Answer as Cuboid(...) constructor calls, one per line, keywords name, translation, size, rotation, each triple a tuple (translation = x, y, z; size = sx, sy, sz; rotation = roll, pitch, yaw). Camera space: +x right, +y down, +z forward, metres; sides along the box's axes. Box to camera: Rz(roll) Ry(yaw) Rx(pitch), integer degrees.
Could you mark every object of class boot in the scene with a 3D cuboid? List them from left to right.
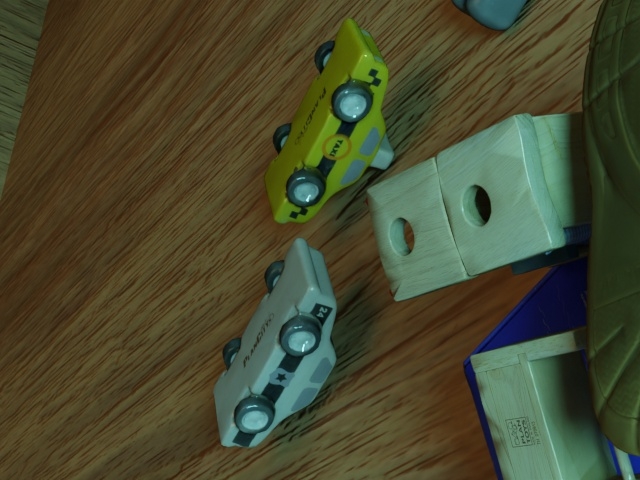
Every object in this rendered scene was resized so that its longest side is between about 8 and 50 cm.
Cuboid(name="boot", translation=(0.223, -0.024, 0.520), size=(0.095, 0.203, 0.262), rotation=(147, 132, -63))

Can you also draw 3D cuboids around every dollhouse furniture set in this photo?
Cuboid(name="dollhouse furniture set", translation=(0.128, 0.037, 0.621), size=(0.129, 0.129, 0.183), rotation=(-24, 78, 55))

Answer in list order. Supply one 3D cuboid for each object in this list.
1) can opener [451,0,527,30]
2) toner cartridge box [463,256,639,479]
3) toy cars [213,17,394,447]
Cuboid(name="can opener", translation=(0.177, -0.314, 0.957), size=(0.283, 0.095, 0.076), rotation=(-60, 26, 15))
Cuboid(name="toner cartridge box", translation=(0.185, 0.147, 0.609), size=(0.165, 0.075, 0.348), rotation=(-53, 30, 30))
Cuboid(name="toy cars", translation=(0.000, 0.000, 1.073), size=(0.176, 0.087, 0.393), rotation=(-12, 62, 65))
